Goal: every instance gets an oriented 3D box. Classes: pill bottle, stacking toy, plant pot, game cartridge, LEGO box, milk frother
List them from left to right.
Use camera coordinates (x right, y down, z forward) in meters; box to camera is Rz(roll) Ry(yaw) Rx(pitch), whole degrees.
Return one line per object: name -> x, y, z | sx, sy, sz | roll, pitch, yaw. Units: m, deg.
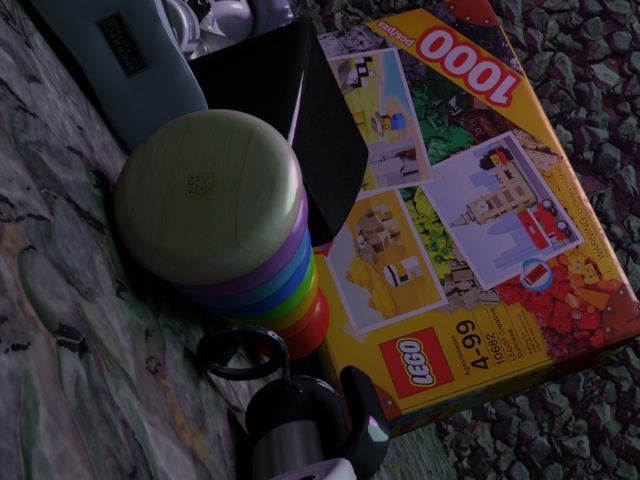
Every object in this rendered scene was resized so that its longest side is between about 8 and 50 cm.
pill bottle -> -0.174, -0.230, 0.949 | 0.137, 0.078, 0.078 | -92, 156, -78
pill bottle -> -0.191, -0.407, 1.358 | 0.117, 0.117, 0.214 | 51, 16, -69
game cartridge -> -0.124, -0.351, 1.457 | 0.198, 0.062, 0.297 | 64, -26, 25
stacking toy -> -0.056, 0.030, 0.758 | 0.330, 0.141, 0.141 | 68, 0, -62
plant pot -> -0.063, -0.079, 0.884 | 0.167, 0.188, 0.187 | -91, 159, -48
milk frother -> -0.033, 0.148, 0.648 | 0.143, 0.129, 0.134 | 18, 22, -15
LEGO box -> 0.123, -0.029, 1.124 | 0.193, 0.373, 0.500 | 94, -23, -67

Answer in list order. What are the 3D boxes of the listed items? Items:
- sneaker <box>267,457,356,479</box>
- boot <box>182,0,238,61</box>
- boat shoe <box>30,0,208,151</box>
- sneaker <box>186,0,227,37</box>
sneaker -> -0.019, 0.212, 0.484 | 0.121, 0.079, 0.217 | 69, 20, 1
boot -> -0.191, -0.312, 1.124 | 0.208, 0.076, 0.189 | 59, 19, -8
boat shoe -> -0.173, -0.210, 0.703 | 0.105, 0.113, 0.306 | 62, -2, 47
sneaker -> -0.176, -0.286, 1.250 | 0.086, 0.085, 0.237 | 26, -27, 55
